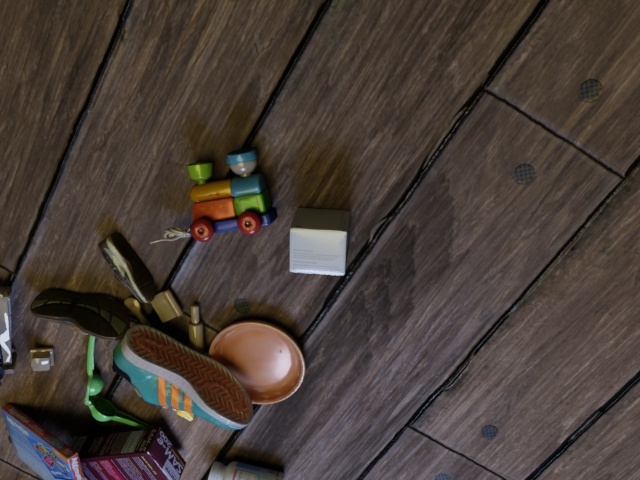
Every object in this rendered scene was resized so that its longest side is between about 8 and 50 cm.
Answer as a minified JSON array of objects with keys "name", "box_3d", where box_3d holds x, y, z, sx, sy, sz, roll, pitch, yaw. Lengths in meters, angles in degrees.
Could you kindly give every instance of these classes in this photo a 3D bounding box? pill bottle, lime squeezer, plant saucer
[{"name":"pill bottle","box_3d":[-0.167,0.541,1.434,0.160,0.087,0.087,13,116,3]},{"name":"lime squeezer","box_3d":[-0.462,0.328,1.398,0.110,0.059,0.310,-17,110,16]},{"name":"plant saucer","box_3d":[-0.127,0.244,1.319,0.200,0.037,0.200,3,114,7]}]

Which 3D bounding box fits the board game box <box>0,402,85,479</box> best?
[{"name":"board game box","box_3d":[-0.608,0.472,1.426,0.281,0.027,0.145,16,122,36]}]

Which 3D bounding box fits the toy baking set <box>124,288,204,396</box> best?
[{"name":"toy baking set","box_3d":[-0.331,0.214,1.343,0.197,0.030,0.256,2,110,13]}]

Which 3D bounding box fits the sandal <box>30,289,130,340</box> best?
[{"name":"sandal","box_3d":[-0.483,0.158,1.310,0.219,0.090,0.060,9,138,12]}]

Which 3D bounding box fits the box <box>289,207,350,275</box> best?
[{"name":"box","box_3d":[0.000,0.000,1.151,0.102,0.101,0.087,3,115,5]}]

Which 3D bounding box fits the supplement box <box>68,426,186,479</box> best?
[{"name":"supplement box","box_3d":[-0.437,0.492,1.438,0.239,0.073,0.130,-11,122,21]}]

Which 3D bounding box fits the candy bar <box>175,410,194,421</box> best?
[{"name":"candy bar","box_3d":[-0.262,0.326,1.388,0.040,0.018,0.161,30,116,-6]}]

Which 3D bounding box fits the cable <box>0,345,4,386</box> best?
[{"name":"cable","box_3d":[-0.717,0.245,1.296,0.151,0.047,0.184,-2,120,-16]}]

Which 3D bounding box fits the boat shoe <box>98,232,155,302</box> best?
[{"name":"boat shoe","box_3d":[-0.379,0.058,1.266,0.049,0.056,0.152,-24,99,23]}]

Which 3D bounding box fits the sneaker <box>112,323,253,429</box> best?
[{"name":"sneaker","box_3d":[-0.277,0.289,1.293,0.302,0.108,0.121,36,126,-7]}]

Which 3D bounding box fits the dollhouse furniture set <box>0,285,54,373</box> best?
[{"name":"dollhouse furniture set","box_3d":[-0.740,0.107,1.341,0.356,0.174,0.303,2,118,-18]}]

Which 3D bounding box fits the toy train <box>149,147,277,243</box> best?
[{"name":"toy train","box_3d":[-0.211,-0.077,1.155,0.248,0.105,0.143,-8,103,12]}]
